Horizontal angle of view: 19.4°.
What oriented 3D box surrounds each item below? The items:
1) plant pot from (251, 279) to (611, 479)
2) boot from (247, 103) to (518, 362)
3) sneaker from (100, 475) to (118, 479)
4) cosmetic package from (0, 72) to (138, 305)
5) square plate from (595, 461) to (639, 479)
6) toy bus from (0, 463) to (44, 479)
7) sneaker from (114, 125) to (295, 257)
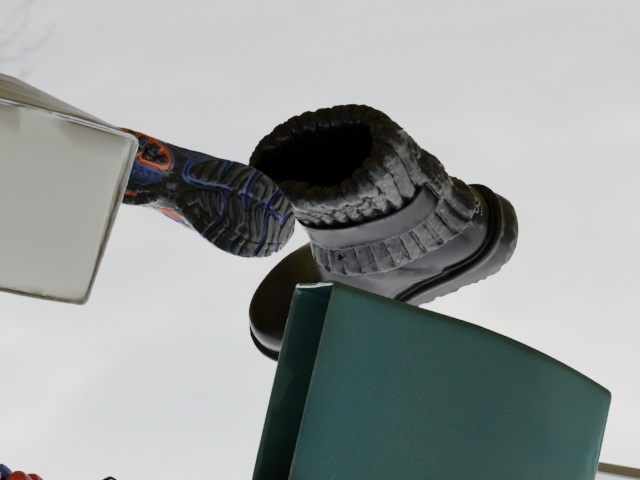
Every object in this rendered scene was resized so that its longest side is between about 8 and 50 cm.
[{"bbox_3d":[0.087,0.139,1.419,0.234,0.166,0.165,14,175,-9],"label":"plant pot"},{"bbox_3d":[0.000,-0.004,1.902,0.348,0.131,0.260,-31,145,28],"label":"boot"},{"bbox_3d":[-0.214,0.283,1.858,0.299,0.112,0.121,8,-140,45],"label":"sneaker"},{"bbox_3d":[-0.264,-0.058,1.371,0.153,0.129,0.296,15,-175,-26],"label":"cosmetic package"},{"bbox_3d":[0.273,0.354,2.271,0.347,0.344,0.049,12,-133,-24],"label":"square plate"},{"bbox_3d":[-0.350,0.274,1.671,0.211,0.149,0.220,-44,161,7],"label":"toy bus"},{"bbox_3d":[-0.122,-0.052,1.702,0.221,0.083,0.087,26,-176,-17],"label":"sneaker"}]
